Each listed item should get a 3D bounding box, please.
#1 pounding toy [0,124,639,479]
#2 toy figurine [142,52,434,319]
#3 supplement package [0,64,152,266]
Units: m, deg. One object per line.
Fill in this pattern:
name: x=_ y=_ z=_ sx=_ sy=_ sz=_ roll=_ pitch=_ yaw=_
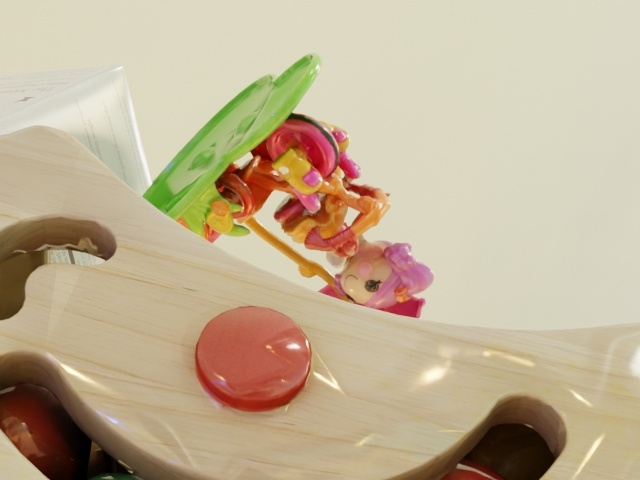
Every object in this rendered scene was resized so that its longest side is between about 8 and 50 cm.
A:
pounding toy: x=-0.047 y=0.077 z=0.383 sx=0.269 sy=0.154 sz=0.155 roll=4 pitch=-42 yaw=-8
toy figurine: x=0.000 y=0.000 z=0.756 sx=0.173 sy=0.159 sz=0.130 roll=-33 pitch=21 yaw=46
supplement package: x=-0.213 y=0.004 z=0.758 sx=0.244 sy=0.139 sz=0.134 roll=-38 pitch=-59 yaw=-54
